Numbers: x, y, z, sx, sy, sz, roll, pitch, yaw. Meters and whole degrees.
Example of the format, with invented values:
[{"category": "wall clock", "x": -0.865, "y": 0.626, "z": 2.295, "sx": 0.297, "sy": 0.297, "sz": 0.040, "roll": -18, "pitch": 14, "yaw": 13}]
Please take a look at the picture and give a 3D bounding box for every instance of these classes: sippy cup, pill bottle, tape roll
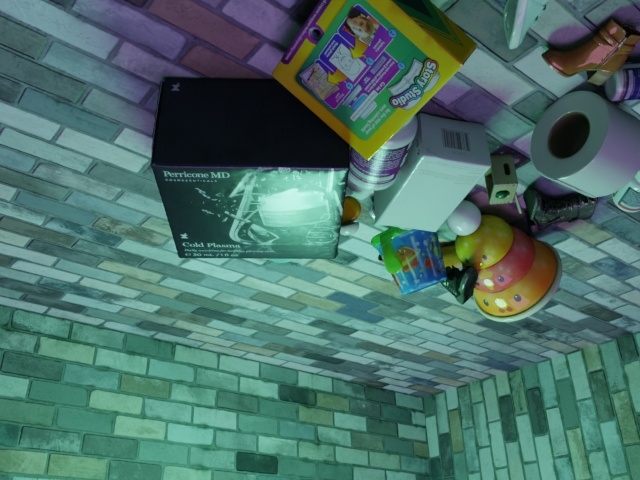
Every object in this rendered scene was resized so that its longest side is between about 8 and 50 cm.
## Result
[{"category": "sippy cup", "x": 0.320, "y": 0.058, "z": 2.195, "sx": 0.305, "sy": 0.224, "sz": 0.240, "roll": -17, "pitch": 172, "yaw": -22}, {"category": "pill bottle", "x": 0.164, "y": -0.280, "z": 1.710, "sx": 0.169, "sy": 0.169, "sz": 0.302, "roll": 2, "pitch": 152, "yaw": -7}, {"category": "tape roll", "x": 0.710, "y": -0.254, "z": 1.705, "sx": 0.169, "sy": 0.246, "sz": 0.246, "roll": 16, "pitch": 147, "yaw": -30}, {"category": "pill bottle", "x": 0.811, "y": -0.400, "z": 1.597, "sx": 0.169, "sy": 0.094, "sz": 0.094, "roll": -3, "pitch": 151, "yaw": 4}, {"category": "pill bottle", "x": 0.995, "y": -0.177, "z": 1.996, "sx": 0.107, "sy": 0.108, "sz": 0.180, "roll": -2, "pitch": 152, "yaw": 2}]

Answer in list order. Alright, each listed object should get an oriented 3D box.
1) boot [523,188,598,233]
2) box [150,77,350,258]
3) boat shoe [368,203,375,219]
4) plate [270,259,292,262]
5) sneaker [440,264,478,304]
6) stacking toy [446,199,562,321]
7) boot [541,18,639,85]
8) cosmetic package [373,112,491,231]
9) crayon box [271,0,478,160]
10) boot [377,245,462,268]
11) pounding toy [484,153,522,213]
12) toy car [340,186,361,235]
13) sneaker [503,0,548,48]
[{"category": "boot", "x": 0.805, "y": -0.120, "z": 2.134, "sx": 0.228, "sy": 0.091, "sz": 0.263, "roll": -15, "pitch": 153, "yaw": 13}, {"category": "box", "x": -0.176, "y": -0.179, "z": 1.759, "sx": 0.479, "sy": 0.298, "sz": 0.472, "roll": 0, "pitch": 149, "yaw": -3}, {"category": "boat shoe", "x": 0.245, "y": -0.096, "z": 2.163, "sx": 0.083, "sy": 0.065, "sz": 0.183, "roll": -26, "pitch": 150, "yaw": 37}, {"category": "plate", "x": -0.142, "y": -0.004, "z": 2.233, "sx": 0.188, "sy": 0.024, "sz": 0.188, "roll": 1, "pitch": 113, "yaw": 3}, {"category": "sneaker", "x": 0.470, "y": 0.130, "z": 2.206, "sx": 0.087, "sy": 0.130, "sz": 0.227, "roll": -43, "pitch": 158, "yaw": -12}, {"category": "stacking toy", "x": 0.581, "y": 0.029, "z": 2.233, "sx": 0.350, "sy": 0.351, "sz": 0.480, "roll": -26, "pitch": 126, "yaw": 37}, {"category": "boot", "x": 0.643, "y": -0.461, "z": 1.521, "sx": 0.197, "sy": 0.073, "sz": 0.152, "roll": 9, "pitch": 142, "yaw": -17}, {"category": "cosmetic package", "x": 0.318, "y": -0.187, "z": 1.905, "sx": 0.217, "sy": 0.156, "sz": 0.385, "roll": 8, "pitch": 151, "yaw": -15}, {"category": "crayon box", "x": 0.105, "y": -0.398, "z": 1.417, "sx": 0.313, "sy": 0.106, "sz": 0.363, "roll": 40, "pitch": 141, "yaw": -7}, {"category": "boot", "x": 0.380, "y": 0.062, "z": 2.408, "sx": 0.295, "sy": 0.104, "sz": 0.211, "roll": -22, "pitch": 146, "yaw": 40}, {"category": "pounding toy", "x": 0.567, "y": -0.170, "z": 1.955, "sx": 0.100, "sy": 0.141, "sz": 0.130, "roll": -4, "pitch": 151, "yaw": 4}, {"category": "toy car", "x": 0.047, "y": -0.094, "z": 2.098, "sx": 0.181, "sy": 0.159, "sz": 0.136, "roll": -10, "pitch": -174, "yaw": 15}, {"category": "sneaker", "x": 0.487, "y": -0.516, "z": 1.377, "sx": 0.151, "sy": 0.094, "sz": 0.256, "roll": -5, "pitch": 152, "yaw": 0}]
